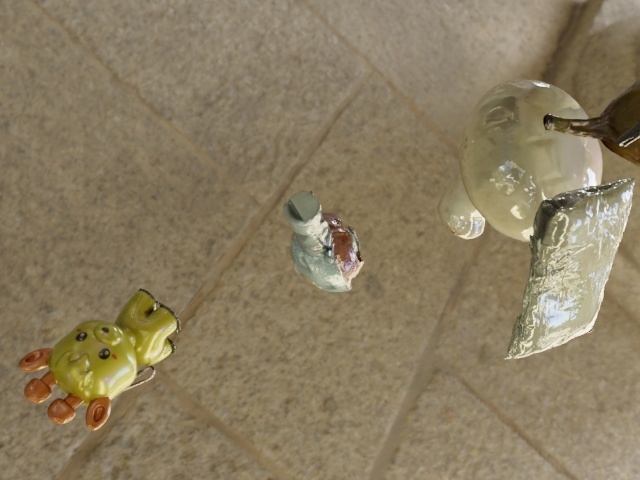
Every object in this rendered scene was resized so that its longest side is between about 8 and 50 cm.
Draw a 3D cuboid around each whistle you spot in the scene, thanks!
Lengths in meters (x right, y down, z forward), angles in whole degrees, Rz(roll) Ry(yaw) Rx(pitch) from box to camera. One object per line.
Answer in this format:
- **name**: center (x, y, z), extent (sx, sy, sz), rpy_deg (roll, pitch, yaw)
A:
- **whistle**: center (0.001, -0.001, 1.404), extent (0.133, 0.346, 0.142), rpy_deg (-8, 70, 6)

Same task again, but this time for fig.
- **fig**: center (0.546, -0.224, 1.395), extent (0.290, 0.191, 0.191), rpy_deg (12, 50, 14)

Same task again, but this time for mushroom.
- **mushroom**: center (0.393, -0.122, 1.531), extent (0.315, 0.356, 0.315), rpy_deg (16, 20, -6)

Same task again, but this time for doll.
- **doll**: center (-0.296, 0.160, 1.076), extent (0.143, 0.135, 0.221), rpy_deg (36, 44, 11)

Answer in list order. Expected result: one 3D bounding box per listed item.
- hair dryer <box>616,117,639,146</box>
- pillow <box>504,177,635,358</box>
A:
- **hair dryer**: center (0.485, -0.214, 1.085), extent (0.075, 0.219, 0.195), rpy_deg (29, 34, -22)
- **pillow**: center (0.291, 0.037, 0.931), extent (0.148, 0.230, 0.050), rpy_deg (-13, 39, -23)
